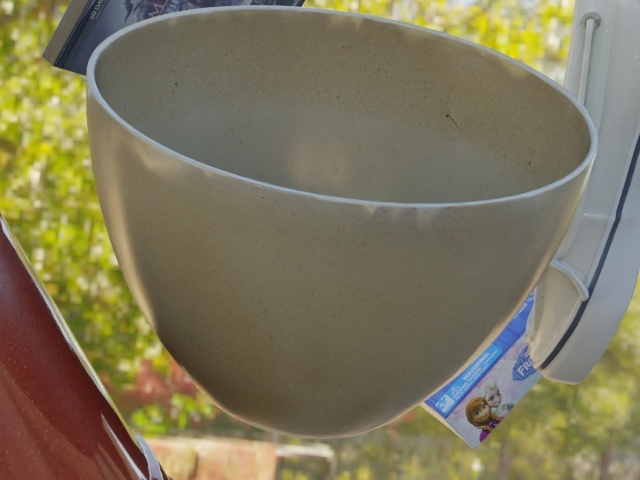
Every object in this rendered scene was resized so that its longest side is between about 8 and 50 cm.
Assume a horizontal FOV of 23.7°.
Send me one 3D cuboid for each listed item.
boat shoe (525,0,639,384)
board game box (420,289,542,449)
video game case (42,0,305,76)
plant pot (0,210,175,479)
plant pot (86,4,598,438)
[{"bbox_3d":[0.175,-0.051,1.145,0.156,0.367,0.136,13,39,2],"label":"boat shoe"},{"bbox_3d":[0.207,0.069,1.873,0.066,0.319,0.318,46,-6,-25],"label":"board game box"},{"bbox_3d":[-0.119,-0.224,1.440,0.026,0.196,0.274,39,15,30],"label":"video game case"},{"bbox_3d":[-0.222,0.123,0.834,0.272,0.265,0.272,-12,34,8],"label":"plant pot"},{"bbox_3d":[0.000,0.000,0.884,0.284,0.191,0.284,7,27,-4],"label":"plant pot"}]
